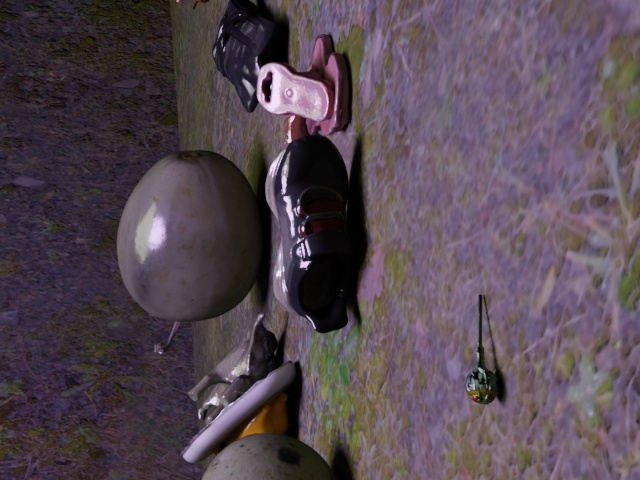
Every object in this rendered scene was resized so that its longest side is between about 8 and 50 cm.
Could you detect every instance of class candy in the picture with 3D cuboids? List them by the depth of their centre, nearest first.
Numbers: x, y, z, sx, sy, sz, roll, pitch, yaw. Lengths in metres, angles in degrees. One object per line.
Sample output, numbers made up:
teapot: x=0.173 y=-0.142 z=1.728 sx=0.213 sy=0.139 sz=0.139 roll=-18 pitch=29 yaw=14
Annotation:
candy: x=0.120 y=0.079 z=0.763 sx=0.025 sy=0.023 sz=0.083 roll=99 pitch=176 yaw=-71

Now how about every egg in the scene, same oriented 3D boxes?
egg: x=-0.054 y=0.341 z=1.224 sx=0.177 sy=0.177 sz=0.228 roll=125 pitch=128 yaw=-70

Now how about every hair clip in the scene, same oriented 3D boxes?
hair clip: x=0.005 y=-0.177 z=1.223 sx=0.138 sy=0.102 sz=0.123 roll=18 pitch=115 yaw=42

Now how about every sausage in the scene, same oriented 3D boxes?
sausage: x=-0.032 y=-0.108 z=1.389 sx=0.036 sy=0.042 sz=0.157 roll=-21 pitch=-61 yaw=-55

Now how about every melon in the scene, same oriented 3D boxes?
melon: x=-0.217 y=-0.001 z=1.755 sx=0.308 sy=0.272 sz=0.271 roll=118 pitch=150 yaw=-43

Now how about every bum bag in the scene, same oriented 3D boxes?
bum bag: x=-0.123 y=-0.305 z=1.648 sx=0.340 sy=0.095 sz=0.144 roll=-123 pitch=48 yaw=-65

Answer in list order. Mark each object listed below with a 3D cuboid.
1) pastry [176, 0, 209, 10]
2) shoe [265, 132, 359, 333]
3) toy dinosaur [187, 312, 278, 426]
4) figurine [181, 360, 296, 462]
pastry: x=-0.164 y=-0.499 z=1.653 sx=0.275 sy=0.193 sz=0.274 roll=18 pitch=-90 yaw=-85
shoe: x=0.000 y=0.000 z=1.140 sx=0.112 sy=0.099 sz=0.227 roll=-124 pitch=30 yaw=-56
toy dinosaur: x=-0.133 y=0.220 z=1.652 sx=0.077 sy=0.162 sz=0.294 roll=44 pitch=152 yaw=5
figurine: x=-0.086 y=0.302 z=1.535 sx=0.141 sy=0.167 sz=0.250 roll=51 pitch=133 yaw=11
